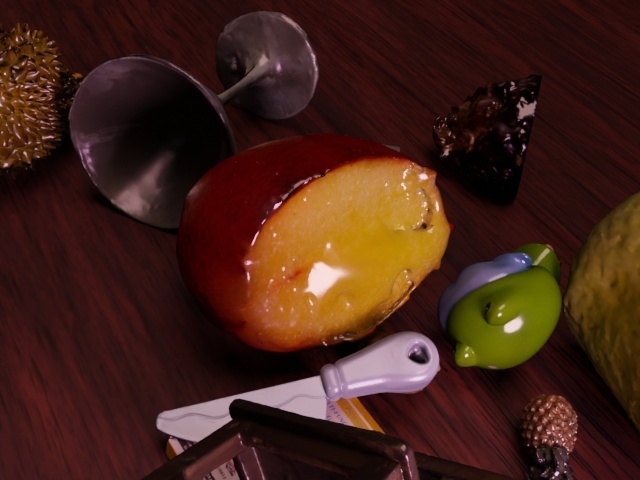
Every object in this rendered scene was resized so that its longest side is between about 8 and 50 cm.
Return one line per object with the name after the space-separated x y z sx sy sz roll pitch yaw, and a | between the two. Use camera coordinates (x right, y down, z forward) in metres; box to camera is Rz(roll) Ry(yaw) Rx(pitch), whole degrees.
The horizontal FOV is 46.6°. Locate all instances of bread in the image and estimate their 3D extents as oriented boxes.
0.496 0.107 0.933 0.348 0.348 0.308 -7 35 -24 | bread

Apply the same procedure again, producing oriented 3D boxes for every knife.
-0.016 0.181 0.843 0.331 0.044 0.080 -16 66 -15 | knife

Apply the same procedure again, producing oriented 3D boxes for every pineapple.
0.275 0.263 0.882 0.074 0.074 0.159 13 48 -2 | pineapple

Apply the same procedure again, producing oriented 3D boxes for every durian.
-0.488 -0.213 1.094 0.258 0.258 0.293 24 31 12 | durian

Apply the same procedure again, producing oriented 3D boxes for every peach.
0.000 0.000 0.935 0.338 0.281 0.281 -5 40 6 | peach

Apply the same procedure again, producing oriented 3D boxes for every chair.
0.020 0.243 0.648 0.203 0.240 0.416 0 25 43 | chair

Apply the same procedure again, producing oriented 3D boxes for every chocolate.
0.290 -0.205 1.342 0.177 0.206 0.224 11 44 12 | chocolate

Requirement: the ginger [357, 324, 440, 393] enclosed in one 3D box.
0.072 0.147 0.960 0.096 0.067 0.165 -20 37 -33 | ginger

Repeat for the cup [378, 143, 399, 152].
0.094 -0.137 1.317 0.083 0.075 0.054 11 3 1 | cup

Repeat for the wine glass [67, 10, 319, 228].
-0.163 -0.218 1.186 0.267 0.267 0.406 24 35 11 | wine glass

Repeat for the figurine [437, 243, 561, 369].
0.263 0.080 1.024 0.143 0.162 0.263 45 37 13 | figurine

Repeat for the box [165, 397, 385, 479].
-0.037 0.234 0.845 0.247 0.033 0.129 -17 48 -32 | box
